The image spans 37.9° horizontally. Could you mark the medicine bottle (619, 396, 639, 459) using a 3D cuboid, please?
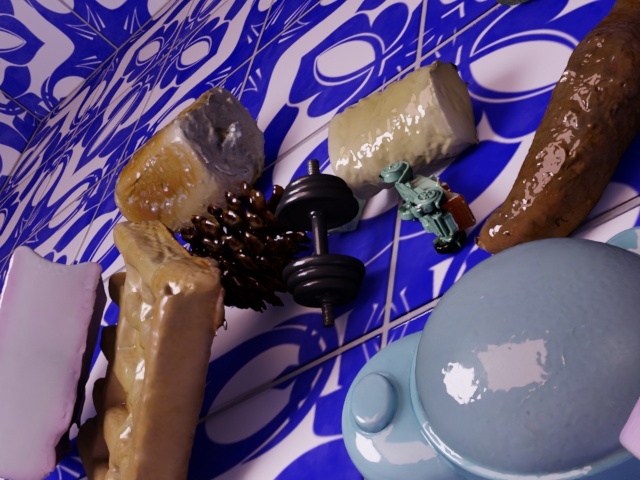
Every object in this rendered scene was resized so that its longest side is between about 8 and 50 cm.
[{"bbox_3d":[0.301,0.018,0.432,0.302,0.241,0.241,-61,26,1],"label":"medicine bottle"}]

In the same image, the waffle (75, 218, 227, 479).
[{"bbox_3d":[-0.204,0.163,1.081,0.304,0.077,0.348,-145,65,-64],"label":"waffle"}]

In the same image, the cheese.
[{"bbox_3d":[0.094,-0.132,1.111,0.167,0.094,0.123,-25,60,33],"label":"cheese"}]

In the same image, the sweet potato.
[{"bbox_3d":[0.258,-0.130,0.872,0.341,0.092,0.114,-58,10,-18],"label":"sweet potato"}]

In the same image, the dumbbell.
[{"bbox_3d":[0.000,0.000,1.074,0.099,0.099,0.209,-27,59,40],"label":"dumbbell"}]

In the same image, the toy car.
[{"bbox_3d":[0.115,-0.041,1.011,0.054,0.073,0.143,-34,26,-1],"label":"toy car"}]

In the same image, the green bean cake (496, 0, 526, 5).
[{"bbox_3d":[0.293,-0.395,1.166,0.183,0.094,0.185,-10,47,53],"label":"green bean cake"}]

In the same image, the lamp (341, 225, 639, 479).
[{"bbox_3d":[0.145,0.101,0.681,0.284,0.147,0.209,-36,31,29],"label":"lamp"}]

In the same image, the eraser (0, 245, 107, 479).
[{"bbox_3d":[-0.373,0.168,1.254,0.359,0.122,0.272,149,132,-75],"label":"eraser"}]

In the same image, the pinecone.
[{"bbox_3d":[-0.083,0.001,1.175,0.165,0.163,0.163,-53,25,-23],"label":"pinecone"}]

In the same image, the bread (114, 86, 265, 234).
[{"bbox_3d":[-0.193,-0.112,1.483,0.246,0.176,0.195,-34,18,35],"label":"bread"}]

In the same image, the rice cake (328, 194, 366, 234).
[{"bbox_3d":[0.056,-0.091,1.212,0.043,0.034,0.211,-7,48,44],"label":"rice cake"}]
